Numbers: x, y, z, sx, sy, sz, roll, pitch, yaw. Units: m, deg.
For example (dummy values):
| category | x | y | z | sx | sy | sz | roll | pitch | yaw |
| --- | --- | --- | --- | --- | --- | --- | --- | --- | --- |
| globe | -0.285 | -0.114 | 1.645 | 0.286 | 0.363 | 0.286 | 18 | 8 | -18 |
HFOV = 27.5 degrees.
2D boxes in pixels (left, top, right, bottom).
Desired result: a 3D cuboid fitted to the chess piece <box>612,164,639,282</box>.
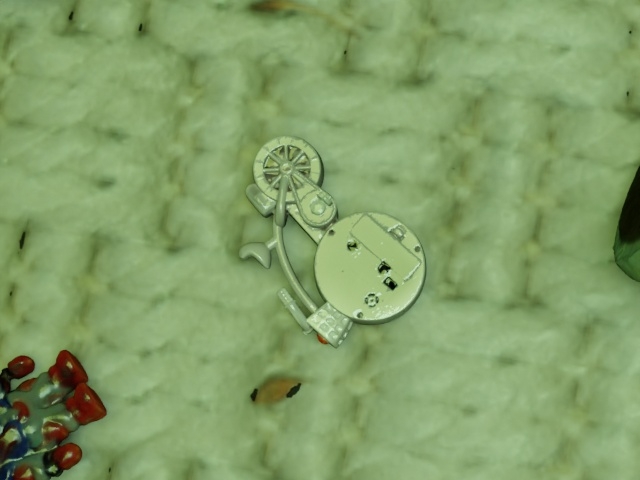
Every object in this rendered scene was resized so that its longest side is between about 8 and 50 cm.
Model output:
| category | x | y | z | sx | sy | sz | roll | pitch | yaw |
| --- | --- | --- | --- | --- | --- | --- | --- | --- | --- |
| chess piece | 0.317 | 0.010 | 0.674 | 0.298 | 0.176 | 0.176 | 27 | 85 | -1 |

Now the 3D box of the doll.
| category | x | y | z | sx | sy | sz | roll | pitch | yaw |
| --- | --- | --- | --- | --- | --- | --- | --- | --- | --- |
| doll | -0.218 | 0.136 | 0.766 | 0.194 | 0.062 | 0.104 | -32 | 78 | -5 |

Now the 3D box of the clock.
| category | x | y | z | sx | sy | sz | roll | pitch | yaw |
| --- | --- | --- | --- | --- | --- | --- | --- | --- | --- |
| clock | 0.000 | 0.000 | 0.765 | 0.087 | 0.041 | 0.129 | -41 | 82 | -3 |
